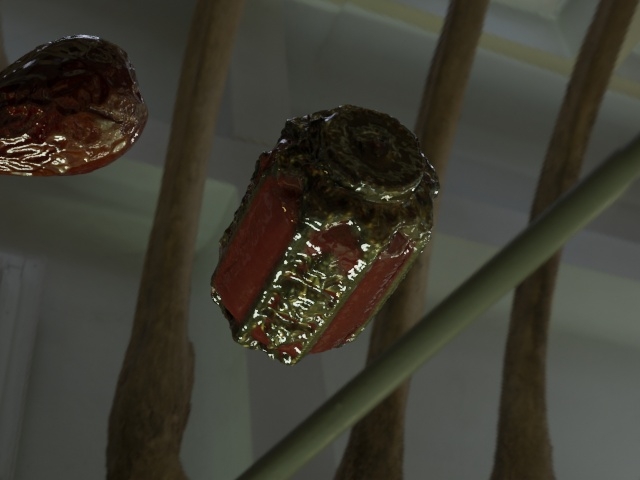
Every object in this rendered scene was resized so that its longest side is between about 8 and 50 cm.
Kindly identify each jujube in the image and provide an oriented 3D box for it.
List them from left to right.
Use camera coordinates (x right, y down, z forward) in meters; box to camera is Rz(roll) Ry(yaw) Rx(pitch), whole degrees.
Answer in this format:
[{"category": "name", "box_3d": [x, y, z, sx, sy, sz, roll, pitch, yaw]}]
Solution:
[{"category": "jujube", "box_3d": [-0.366, -0.174, 1.288, 0.255, 0.190, 0.190, -18, -128, 5]}]

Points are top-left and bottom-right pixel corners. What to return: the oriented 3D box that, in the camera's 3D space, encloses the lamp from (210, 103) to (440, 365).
[{"category": "lamp", "box_3d": [0.000, 0.000, 0.888, 0.177, 0.274, 0.177, 14, -133, -16]}]
